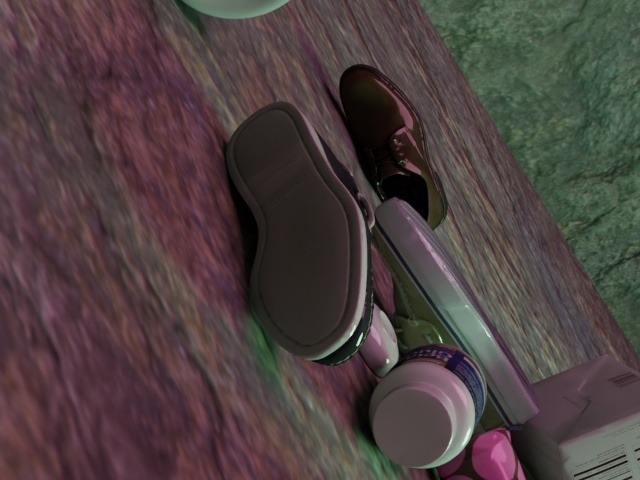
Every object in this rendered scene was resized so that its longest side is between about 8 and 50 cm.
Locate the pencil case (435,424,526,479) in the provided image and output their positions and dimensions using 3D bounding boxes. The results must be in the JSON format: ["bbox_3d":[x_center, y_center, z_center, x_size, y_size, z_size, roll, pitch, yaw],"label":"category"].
[{"bbox_3d":[0.182,0.283,1.517,0.098,0.095,0.209,73,-3,-71],"label":"pencil case"}]

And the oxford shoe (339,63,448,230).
[{"bbox_3d":[0.088,-0.111,1.938,0.227,0.083,0.096,61,17,-4],"label":"oxford shoe"}]

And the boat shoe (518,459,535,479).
[{"bbox_3d":[0.221,0.294,1.720,0.135,0.050,0.045,62,8,-6],"label":"boat shoe"}]

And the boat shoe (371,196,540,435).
[{"bbox_3d":[0.123,0.092,1.640,0.302,0.094,0.109,56,9,-24],"label":"boat shoe"}]

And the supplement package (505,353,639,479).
[{"bbox_3d":[0.316,0.261,1.741,0.194,0.149,0.203,-144,-145,-74],"label":"supplement package"}]

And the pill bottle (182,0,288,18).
[{"bbox_3d":[-0.092,-0.345,1.538,0.153,0.153,0.265,52,16,-40],"label":"pill bottle"}]

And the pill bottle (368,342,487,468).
[{"bbox_3d":[0.094,0.149,1.417,0.094,0.094,0.169,63,13,0],"label":"pill bottle"}]

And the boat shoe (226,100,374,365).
[{"bbox_3d":[0.000,0.000,1.306,0.091,0.114,0.302,45,22,-37],"label":"boat shoe"}]

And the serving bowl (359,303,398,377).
[{"bbox_3d":[0.053,0.089,1.526,0.083,0.027,0.083,59,14,-23],"label":"serving bowl"}]
